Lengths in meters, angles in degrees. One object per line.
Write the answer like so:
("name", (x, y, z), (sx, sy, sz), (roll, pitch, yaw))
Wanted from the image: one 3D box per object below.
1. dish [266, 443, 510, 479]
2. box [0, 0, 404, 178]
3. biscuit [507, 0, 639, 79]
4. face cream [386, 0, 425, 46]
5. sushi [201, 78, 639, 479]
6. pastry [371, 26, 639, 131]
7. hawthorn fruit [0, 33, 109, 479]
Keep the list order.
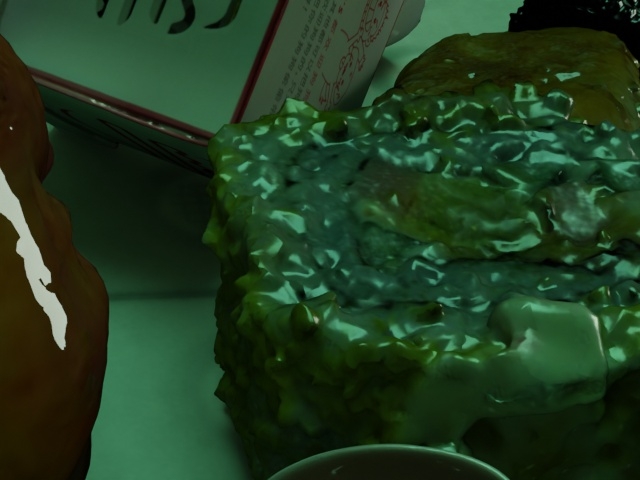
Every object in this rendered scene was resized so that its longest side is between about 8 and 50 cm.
("dish", (0.044, 0.233, 0.960), (0.213, 0.090, 0.213), (-4, 63, 8))
("box", (-0.113, -0.227, 1.381), (0.300, 0.314, 0.312), (21, -4, 17))
("biscuit", (0.275, -0.178, 1.588), (0.194, 0.194, 0.053), (25, 54, 25))
("face cream", (-0.012, -0.261, 1.671), (0.195, 0.175, 0.175), (-23, 43, -38))
("sushi", (0.116, 0.061, 1.149), (0.396, 0.240, 0.351), (-3, 35, -10))
("pastry", (0.177, -0.085, 1.447), (0.255, 0.162, 0.311), (10, 27, 24))
("hawthorn fruit", (-0.357, 0.034, 0.940), (0.471, 0.472, 0.472), (5, 33, -3))
